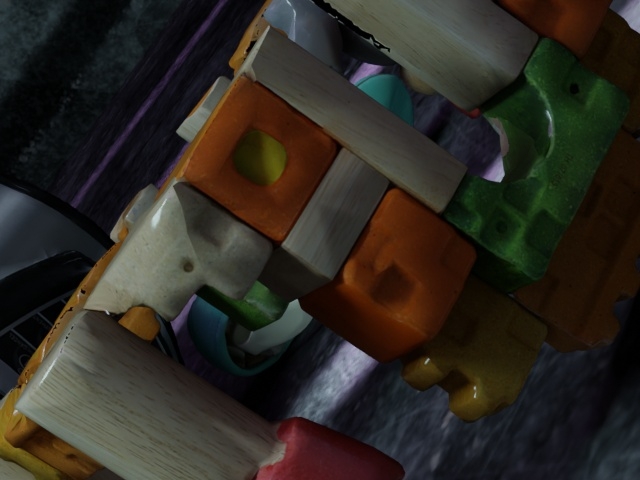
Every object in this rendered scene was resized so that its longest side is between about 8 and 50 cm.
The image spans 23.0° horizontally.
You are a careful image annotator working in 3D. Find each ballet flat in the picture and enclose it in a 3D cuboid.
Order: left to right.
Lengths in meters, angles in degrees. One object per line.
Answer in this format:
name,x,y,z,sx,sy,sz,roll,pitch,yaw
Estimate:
ballet flat,0.000,0.000,1.106,0.247,0.083,0.087,-53,42,14

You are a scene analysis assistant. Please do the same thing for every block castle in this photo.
block castle,0.029,-0.018,0.825,0.453,0.213,0.303,-59,8,-22

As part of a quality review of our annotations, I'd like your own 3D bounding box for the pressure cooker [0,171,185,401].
pressure cooker,-0.297,0.186,1.017,0.420,0.369,0.376,-67,-7,-61
